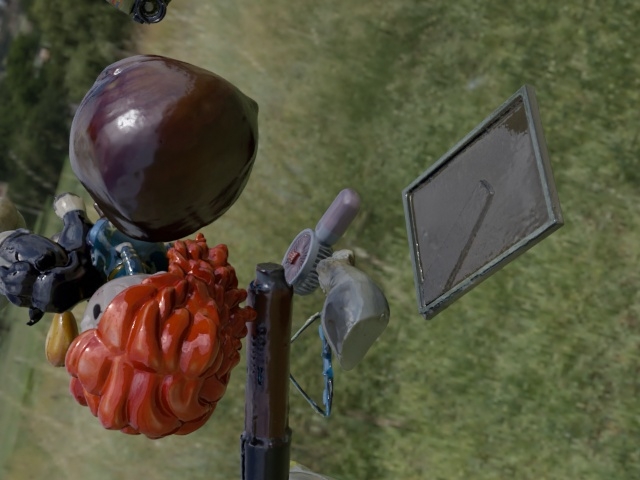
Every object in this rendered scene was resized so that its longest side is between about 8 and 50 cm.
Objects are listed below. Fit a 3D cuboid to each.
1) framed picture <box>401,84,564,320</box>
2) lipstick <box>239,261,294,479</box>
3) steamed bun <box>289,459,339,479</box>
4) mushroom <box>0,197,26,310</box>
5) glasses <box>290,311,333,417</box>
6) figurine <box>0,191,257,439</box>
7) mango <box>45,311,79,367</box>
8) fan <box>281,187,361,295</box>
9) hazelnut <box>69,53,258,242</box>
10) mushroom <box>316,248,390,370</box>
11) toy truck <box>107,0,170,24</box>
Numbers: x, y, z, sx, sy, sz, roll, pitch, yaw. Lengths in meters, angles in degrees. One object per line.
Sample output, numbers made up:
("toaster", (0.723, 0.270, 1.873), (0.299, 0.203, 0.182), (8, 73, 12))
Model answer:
("framed picture", (0.225, -0.049, 1.674), (0.315, 0.024, 0.232), (-40, 46, 47))
("lipstick", (-0.078, 0.236, 1.667), (0.077, 0.077, 0.418), (-122, 32, -71))
("steamed bun", (-0.047, 0.563, 1.887), (0.374, 0.334, 0.334), (-54, 19, 14))
("mushroom", (-0.544, 0.016, 1.919), (0.270, 0.103, 0.118), (-63, 0, 41))
("glasses", (-0.040, 0.282, 2.567), (0.102, 0.207, 0.239), (-11, 82, 50))
("figurine", (-0.261, 0.078, 1.523), (0.412, 0.306, 0.241), (39, 110, 27))
("mango", (-0.371, 0.139, 1.648), (0.060, 0.046, 0.089), (22, 111, 57))
("fan", (0.000, 0.000, 2.239), (0.244, 0.074, 0.130), (-55, 21, 22))
("hazelnut", (-0.169, -0.108, 1.281), (0.229, 0.229, 0.229), (-164, 90, -76))
("mushroom", (0.036, 0.084, 1.638), (0.225, 0.093, 0.116), (-110, 37, -52))
("toy truck", (-0.260, -0.487, 1.863), (0.257, 0.127, 0.127), (-58, 11, 19))
